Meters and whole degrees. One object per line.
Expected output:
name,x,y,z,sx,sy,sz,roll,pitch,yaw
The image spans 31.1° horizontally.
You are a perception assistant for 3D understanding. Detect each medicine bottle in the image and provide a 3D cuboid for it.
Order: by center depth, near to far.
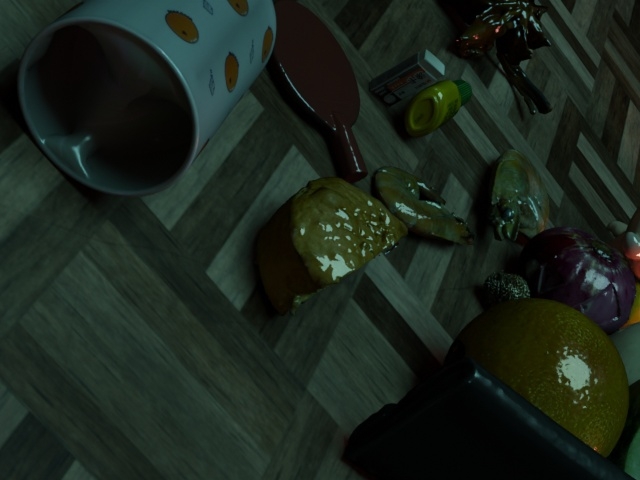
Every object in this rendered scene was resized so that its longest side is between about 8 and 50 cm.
medicine bottle,0.212,-0.239,1.995,0.064,0.095,0.260,34,24,10

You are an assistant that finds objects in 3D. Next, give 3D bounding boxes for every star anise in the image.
star anise,0.360,-0.393,2.257,0.346,0.148,0.237,51,57,-18

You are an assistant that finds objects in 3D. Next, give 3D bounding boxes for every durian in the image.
durian,0.302,0.086,1.874,0.080,0.080,0.091,-77,157,-45

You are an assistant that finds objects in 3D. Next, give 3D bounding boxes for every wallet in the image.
wallet,0.251,0.313,1.475,0.406,0.228,0.062,37,35,-21

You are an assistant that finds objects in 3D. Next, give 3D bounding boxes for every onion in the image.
onion,0.425,0.066,1.972,0.200,0.200,0.207,34,51,-34

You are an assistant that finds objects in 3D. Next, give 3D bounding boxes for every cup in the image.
cup,-0.181,-0.218,1.351,0.212,0.212,0.317,51,34,-15

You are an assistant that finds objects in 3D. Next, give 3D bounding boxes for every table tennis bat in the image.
table tennis bat,0.003,-0.234,1.756,0.200,0.038,0.310,0,66,-52

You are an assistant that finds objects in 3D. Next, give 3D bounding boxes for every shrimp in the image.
shrimp,0.168,-0.052,1.844,0.236,0.053,0.133,21,30,-39
shrimp,0.357,-0.058,2.061,0.168,0.077,0.317,54,31,-15

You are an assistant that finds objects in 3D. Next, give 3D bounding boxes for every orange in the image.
orange,0.296,0.217,1.609,0.274,0.274,0.274,32,43,-36

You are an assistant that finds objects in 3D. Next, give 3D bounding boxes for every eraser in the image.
eraser,0.141,-0.265,1.884,0.052,0.122,0.029,35,45,-32

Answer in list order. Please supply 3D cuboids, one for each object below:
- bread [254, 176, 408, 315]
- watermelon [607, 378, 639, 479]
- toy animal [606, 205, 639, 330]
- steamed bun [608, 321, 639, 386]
bread,0.000,0.000,1.506,0.139,0.143,0.229,51,30,4
watermelon,0.501,0.316,1.664,0.232,0.310,0.193,46,-7,25
toy animal,0.614,0.059,2.205,0.345,0.277,0.247,58,-11,-27
steamed bun,0.585,0.311,1.866,0.374,0.241,0.374,8,78,-44
